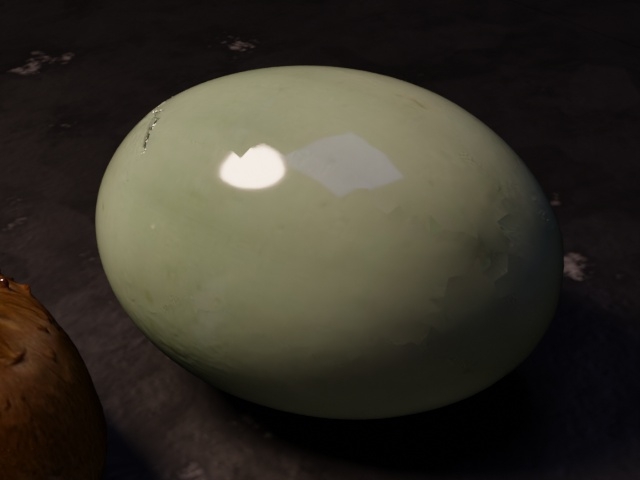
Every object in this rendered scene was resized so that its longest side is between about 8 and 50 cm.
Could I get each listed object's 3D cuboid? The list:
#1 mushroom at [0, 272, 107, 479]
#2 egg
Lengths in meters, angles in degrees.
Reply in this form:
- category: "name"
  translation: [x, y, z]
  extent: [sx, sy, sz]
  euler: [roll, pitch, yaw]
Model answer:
- category: "mushroom"
  translation: [-0.257, 0.099, 0.590]
  extent: [0.297, 0.163, 0.278]
  euler: [9, 35, 28]
- category: "egg"
  translation: [0.000, 0.000, 0.673]
  extent: [0.283, 0.203, 0.203]
  euler: [14, 38, 19]
